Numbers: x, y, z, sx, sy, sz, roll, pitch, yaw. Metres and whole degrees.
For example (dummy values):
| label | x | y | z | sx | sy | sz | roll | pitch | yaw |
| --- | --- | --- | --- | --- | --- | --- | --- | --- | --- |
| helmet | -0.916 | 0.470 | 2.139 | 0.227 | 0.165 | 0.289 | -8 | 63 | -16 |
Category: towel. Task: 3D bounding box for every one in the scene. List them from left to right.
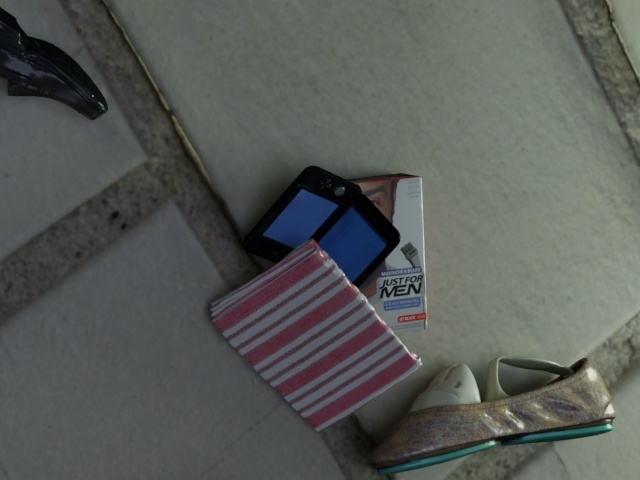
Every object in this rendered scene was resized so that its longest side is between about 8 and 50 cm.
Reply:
| label | x | y | z | sx | sy | sz | roll | pitch | yaw |
| --- | --- | --- | --- | --- | --- | --- | --- | --- | --- |
| towel | -0.004 | 0.101 | 1.720 | 0.144 | 0.029 | 0.197 | -33 | 115 | 19 |

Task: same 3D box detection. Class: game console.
| label | x | y | z | sx | sy | sz | roll | pitch | yaw |
| --- | --- | --- | --- | --- | --- | --- | --- | --- | --- |
| game console | 0.000 | 0.000 | 1.690 | 0.107 | 0.071 | 0.122 | 23 | 119 | -37 |

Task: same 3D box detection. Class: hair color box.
| label | x | y | z | sx | sy | sz | roll | pitch | yaw |
| --- | --- | --- | --- | --- | --- | --- | --- | --- | --- |
| hair color box | 0.061 | 0.016 | 1.761 | 0.093 | 0.053 | 0.167 | -7 | 98 | -23 |

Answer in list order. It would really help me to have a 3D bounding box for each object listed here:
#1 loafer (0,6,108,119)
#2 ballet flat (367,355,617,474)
| label | x | y | z | sx | sy | sz | roll | pitch | yaw |
| --- | --- | --- | --- | --- | --- | --- | --- | --- | --- |
| loafer | -0.282 | -0.164 | 1.585 | 0.170 | 0.062 | 0.061 | 37 | 103 | -21 |
| ballet flat | 0.183 | 0.186 | 1.825 | 0.316 | 0.107 | 0.106 | -6 | 79 | -29 |
